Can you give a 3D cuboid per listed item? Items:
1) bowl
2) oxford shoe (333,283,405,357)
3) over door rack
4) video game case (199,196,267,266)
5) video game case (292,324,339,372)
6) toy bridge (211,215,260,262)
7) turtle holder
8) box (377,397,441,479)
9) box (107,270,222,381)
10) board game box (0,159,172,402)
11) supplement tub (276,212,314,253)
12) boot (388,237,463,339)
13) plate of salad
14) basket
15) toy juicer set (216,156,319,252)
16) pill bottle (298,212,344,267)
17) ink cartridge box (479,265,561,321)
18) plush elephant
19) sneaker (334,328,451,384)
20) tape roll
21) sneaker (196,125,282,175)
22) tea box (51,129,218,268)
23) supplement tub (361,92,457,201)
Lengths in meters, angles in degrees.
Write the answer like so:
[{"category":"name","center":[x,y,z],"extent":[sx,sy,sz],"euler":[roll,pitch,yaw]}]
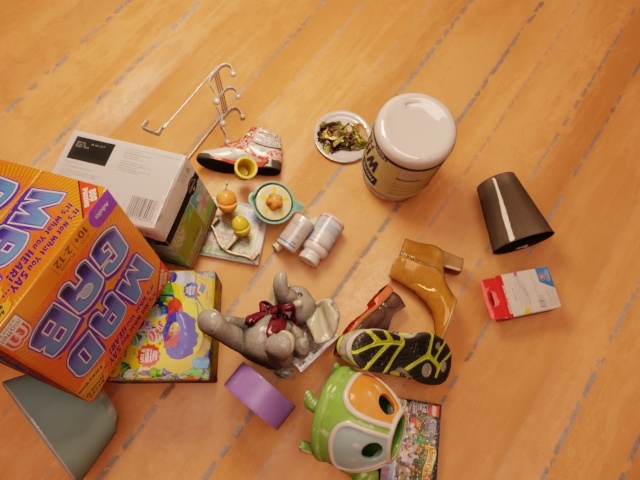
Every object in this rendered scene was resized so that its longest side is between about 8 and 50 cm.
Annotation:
[{"category":"bowl","center":[-0.631,0.433,1.272],"extent":[0.311,0.311,0.163],"euler":[47,55,10]},{"category":"oxford shoe","center":[0.147,0.254,1.488],"extent":[0.098,0.097,0.271],"euler":[44,74,2]},{"category":"over door rack","center":[-0.365,-0.360,1.560],"extent":[0.108,0.239,0.324],"euler":[41,73,14]},{"category":"video game case","center":[-0.278,-0.031,1.573],"extent":[0.212,0.023,0.193],"euler":[11,71,-2]},{"category":"video game case","center":[-0.048,0.284,1.496],"extent":[0.157,0.019,0.143],"euler":[-41,80,-15]},{"category":"toy bridge","center":[-0.270,0.007,1.536],"extent":[0.188,0.026,0.063],"euler":[40,75,7]},{"category":"turtle holder","center":[0.087,0.497,1.299],"extent":[0.227,0.243,0.320],"euler":[13,90,25]},{"category":"box","center":[0.250,0.569,1.420],"extent":[0.159,0.044,0.233],"euler":[9,72,-2]},{"category":"box","center":[-0.426,0.242,1.393],"extent":[0.279,0.177,0.289],"euler":[0,72,-4]},{"category":"board game box","center":[-0.632,0.087,1.132],"extent":[0.356,0.356,0.356],"euler":[14,59,19]},{"category":"supplement tub","center":[-0.076,-0.020,1.520],"extent":[0.071,0.071,0.107],"euler":[35,81,6]},{"category":"boot","center":[0.307,0.146,1.541],"extent":[0.211,0.104,0.295],"euler":[15,66,5]},{"category":"plate of salad","center":[0.078,-0.356,1.699],"extent":[0.200,0.048,0.199],"euler":[2,73,-5]},{"category":"basket","center":[0.605,-0.092,1.614],"extent":[0.204,0.154,0.226],"euler":[-13,70,-10]},{"category":"toy juicer set","center":[-0.163,-0.084,1.531],"extent":[0.329,0.089,0.209],"euler":[37,72,-11]},{"category":"pill bottle","center":[0.000,0.000,1.556],"extent":[0.087,0.087,0.160],"euler":[31,73,5]},{"category":"ink cartridge box","center":[0.603,0.171,1.563],"extent":[0.231,0.078,0.134],"euler":[-9,73,-8]},{"category":"plush elephant","center":[-0.106,0.207,1.358],"extent":[0.272,0.330,0.255],"euler":[10,62,29]},{"category":"sneaker","center":[0.214,0.311,1.423],"extent":[0.385,0.147,0.145],"euler":[22,78,-30]},{"category":"tape roll","center":[-0.162,0.416,1.354],"extent":[0.189,0.189,0.080],"euler":[38,73,7]},{"category":"sneaker","center":[-0.256,-0.295,1.627],"extent":[0.270,0.090,0.145],"euler":[5,71,-7]},{"category":"tea box","center":[-0.506,-0.101,1.396],"extent":[0.329,0.323,0.220],"euler":[14,72,10]},{"category":"supplement tub","center":[0.254,-0.268,1.540],"extent":[0.235,0.325,0.235],"euler":[2,72,-5]}]
